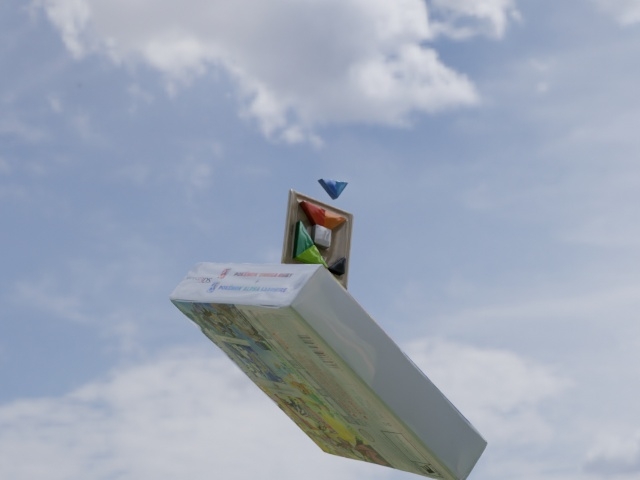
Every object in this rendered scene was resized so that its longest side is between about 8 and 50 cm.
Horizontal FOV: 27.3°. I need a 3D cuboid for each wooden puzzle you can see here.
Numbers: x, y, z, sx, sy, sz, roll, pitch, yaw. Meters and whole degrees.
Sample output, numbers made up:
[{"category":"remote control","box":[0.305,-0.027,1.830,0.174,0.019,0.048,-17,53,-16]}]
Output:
[{"category":"wooden puzzle","box":[0.000,0.000,1.056,0.079,0.116,0.014,15,-24,-39]}]

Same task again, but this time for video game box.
[{"category":"video game box","box":[0.003,0.098,1.009,0.205,0.048,0.187,48,-26,-24]}]
